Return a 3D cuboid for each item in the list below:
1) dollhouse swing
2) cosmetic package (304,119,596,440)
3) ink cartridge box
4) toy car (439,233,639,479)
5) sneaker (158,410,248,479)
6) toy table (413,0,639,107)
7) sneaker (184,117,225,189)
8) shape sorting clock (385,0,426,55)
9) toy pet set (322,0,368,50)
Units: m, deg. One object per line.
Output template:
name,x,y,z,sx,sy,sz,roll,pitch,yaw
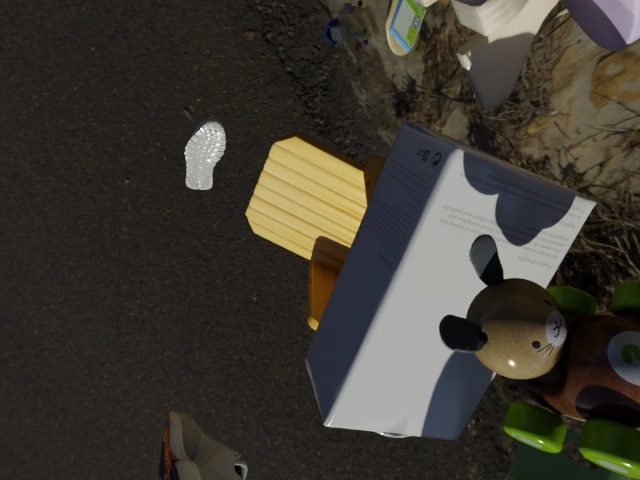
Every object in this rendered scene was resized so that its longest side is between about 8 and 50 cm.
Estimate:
dollhouse swing,0.000,0.000,0.967,0.305,0.315,0.346,17,132,-15
cosmetic package,0.148,0.068,0.615,0.218,0.156,0.384,17,109,-20
ink cartridge box,0.384,0.427,0.732,0.171,0.056,0.234,23,85,21
toy car,0.188,0.079,0.391,0.189,0.154,0.149,34,158,-18
sneaker,-0.184,0.353,0.719,0.121,0.262,0.099,9,94,-24
toy table,0.181,-0.267,0.428,0.161,0.252,0.274,-31,109,15
sneaker,-0.294,-0.229,1.140,0.090,0.094,0.235,11,144,-22
shape sorting clock,0.248,-0.657,1.348,0.040,0.206,0.206,26,113,33
toy pet set,0.066,-0.582,1.260,0.065,0.114,0.122,24,146,35
